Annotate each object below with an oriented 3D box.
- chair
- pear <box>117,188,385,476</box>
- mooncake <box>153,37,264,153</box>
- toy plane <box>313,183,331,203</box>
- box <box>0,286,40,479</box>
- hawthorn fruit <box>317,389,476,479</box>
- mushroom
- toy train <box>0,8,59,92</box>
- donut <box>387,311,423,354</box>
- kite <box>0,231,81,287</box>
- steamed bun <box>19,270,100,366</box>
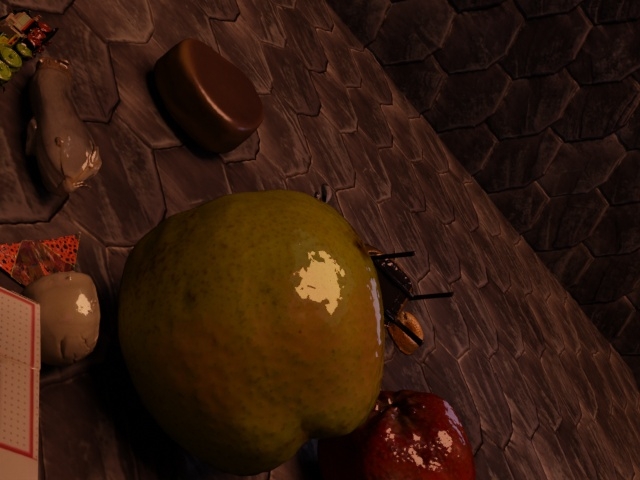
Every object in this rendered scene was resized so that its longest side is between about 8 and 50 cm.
[{"bbox_3d":[0.145,0.100,2.032,0.159,0.172,0.247,43,-18,-28],"label":"chair"},{"bbox_3d":[-0.089,0.129,1.265,0.391,0.391,0.391,44,25,-27],"label":"pear"},{"bbox_3d":[-0.219,-0.272,1.836,0.235,0.117,0.235,42,29,-30],"label":"mooncake"},{"bbox_3d":[0.008,-0.001,1.977,0.246,0.078,0.169,-93,171,-46],"label":"toy plane"},{"bbox_3d":[-0.391,0.172,0.926,0.210,0.095,0.330,35,29,-42],"label":"box"},{"bbox_3d":[0.131,0.398,1.518,0.254,0.254,0.300,-40,123,-67],"label":"hawthorn fruit"},{"bbox_3d":[-0.391,-0.177,1.397,0.096,0.099,0.278,34,28,-53],"label":"mushroom"},{"bbox_3d":[-0.479,-0.300,1.434,0.085,0.053,0.249,42,26,-18],"label":"toy train"},{"bbox_3d":[0.197,0.210,2.127,0.097,0.043,0.108,53,27,-7],"label":"donut"},{"bbox_3d":[-0.368,0.048,1.247,0.125,0.008,0.222,61,23,10],"label":"kite"},{"bbox_3d":[-0.324,0.098,1.139,0.091,0.130,0.112,-6,76,-30],"label":"steamed bun"}]
